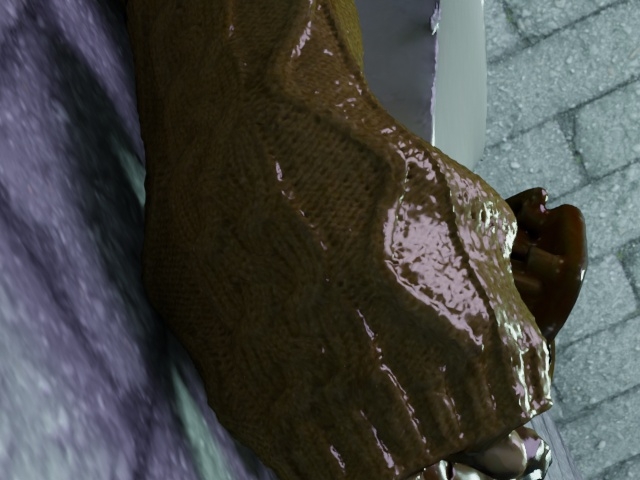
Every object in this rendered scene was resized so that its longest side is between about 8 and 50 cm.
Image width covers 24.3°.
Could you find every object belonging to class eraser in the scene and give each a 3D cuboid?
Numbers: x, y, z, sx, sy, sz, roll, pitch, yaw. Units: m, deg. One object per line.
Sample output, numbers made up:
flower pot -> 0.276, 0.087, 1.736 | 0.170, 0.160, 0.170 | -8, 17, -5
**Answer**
eraser -> 0.040, -0.145, 1.070 | 0.331, 0.150, 0.331 | 1, 90, -78

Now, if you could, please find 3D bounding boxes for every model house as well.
model house -> 0.075, 0.019, 1.195 | 0.229, 0.219, 0.199 | 16, 35, -11

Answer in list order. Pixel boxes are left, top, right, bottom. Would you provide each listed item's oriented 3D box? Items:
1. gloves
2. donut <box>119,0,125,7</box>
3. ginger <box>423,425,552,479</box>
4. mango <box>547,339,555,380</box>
gloves -> -0.014, -0.005, 0.790 | 0.155, 0.203, 0.356 | -10, 65, -43
donut -> -0.086, -0.285, 1.039 | 0.303, 0.110, 0.302 | 4, 90, -81
ginger -> 0.072, 0.170, 0.975 | 0.309, 0.107, 0.133 | 36, 63, -69
mango -> 0.136, 0.085, 1.434 | 0.236, 0.166, 0.136 | 60, 15, -24
